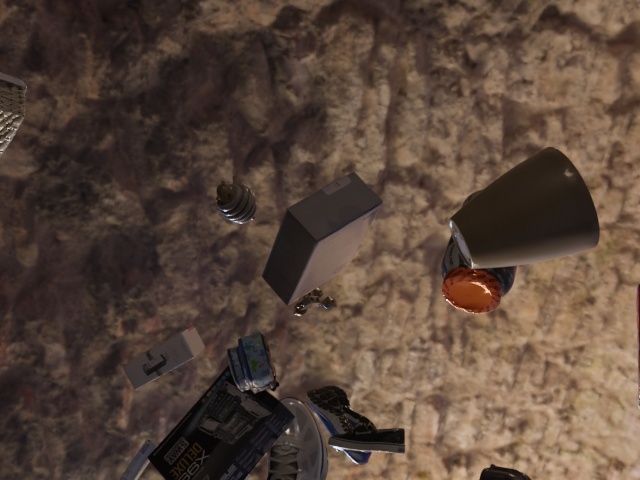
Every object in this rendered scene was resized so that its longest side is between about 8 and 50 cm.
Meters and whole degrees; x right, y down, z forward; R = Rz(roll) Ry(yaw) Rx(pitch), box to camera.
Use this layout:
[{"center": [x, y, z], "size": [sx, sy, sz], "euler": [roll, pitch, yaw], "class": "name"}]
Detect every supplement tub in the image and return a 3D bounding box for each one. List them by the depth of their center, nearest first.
[{"center": [0.468, 0.030, 1.974], "size": [0.207, 0.207, 0.338], "euler": [89, -158, -48], "class": "supplement tub"}]

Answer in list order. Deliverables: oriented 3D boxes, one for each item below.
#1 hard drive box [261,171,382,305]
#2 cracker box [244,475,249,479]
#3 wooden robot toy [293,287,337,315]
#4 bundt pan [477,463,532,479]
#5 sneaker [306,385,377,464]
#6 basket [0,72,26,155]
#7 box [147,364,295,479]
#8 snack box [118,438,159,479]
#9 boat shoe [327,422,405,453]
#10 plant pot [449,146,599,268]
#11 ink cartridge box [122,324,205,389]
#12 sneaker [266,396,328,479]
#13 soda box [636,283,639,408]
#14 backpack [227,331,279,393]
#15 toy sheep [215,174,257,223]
[{"center": [0.000, 0.000, 1.349], "size": [0.181, 0.089, 0.232], "euler": [-31, -20, -35], "class": "hard drive box"}, {"center": [-0.314, 0.664, 1.817], "size": [0.232, 0.155, 0.067], "euler": [-51, -34, -42], "class": "cracker box"}, {"center": [-0.040, 0.166, 1.836], "size": [0.079, 0.076, 0.173], "euler": [-43, -32, 26], "class": "wooden robot toy"}, {"center": [0.602, 0.864, 2.134], "size": [0.330, 0.124, 0.331], "euler": [23, -120, -46], "class": "bundt pan"}, {"center": [0.052, 0.577, 2.150], "size": [0.129, 0.330, 0.147], "euler": [-8, -63, -27], "class": "sneaker"}, {"center": [-0.681, -0.251, 1.397], "size": [0.113, 0.103, 0.167], "euler": [17, -49, -41], "class": "basket"}, {"center": [-0.243, 0.479, 1.672], "size": [0.307, 0.242, 0.076], "euler": [-48, -53, -16], "class": "box"}, {"center": [-0.510, 0.629, 1.932], "size": [0.141, 0.037, 0.100], "euler": [-56, -3, -18], "class": "snack box"}, {"center": [0.122, 0.514, 1.799], "size": [0.077, 0.219, 0.070], "euler": [32, -122, -56], "class": "boat shoe"}, {"center": [0.448, -0.043, 1.587], "size": [0.256, 0.274, 0.257], "euler": [157, 90, -90], "class": "plant pot"}, {"center": [-0.491, 0.367, 2.175], "size": [0.092, 0.217, 0.158], "euler": [62, -175, 0], "class": "ink cartridge box"}, {"center": [-0.075, 0.609, 1.759], "size": [0.257, 0.169, 0.448], "euler": [70, -166, -66], "class": "sneaker"}, {"center": [0.675, 0.205, 1.359], "size": [0.263, 0.092, 0.083], "euler": [-68, -32, -41], "class": "soda box"}, {"center": [-0.131, 0.234, 1.315], "size": [0.114, 0.084, 0.105], "euler": [94, 158, -63], "class": "backpack"}, {"center": [-0.178, -0.082, 1.486], "size": [0.132, 0.091, 0.091], "euler": [38, -111, -47], "class": "toy sheep"}]
